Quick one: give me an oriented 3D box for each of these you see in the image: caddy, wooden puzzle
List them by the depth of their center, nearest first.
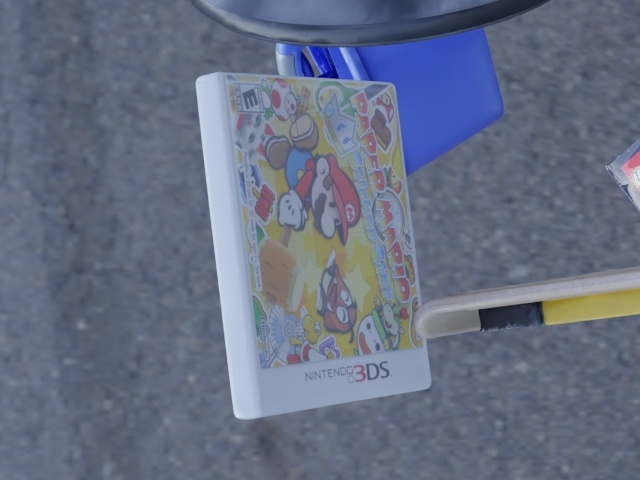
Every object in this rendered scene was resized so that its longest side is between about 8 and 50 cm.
[{"bbox_3d":[0.217,0.034,1.339,0.238,0.221,0.044,-16,84,37],"label":"wooden puzzle"},{"bbox_3d":[0.041,-0.198,1.854,0.179,0.341,0.241,-30,59,-3],"label":"caddy"}]

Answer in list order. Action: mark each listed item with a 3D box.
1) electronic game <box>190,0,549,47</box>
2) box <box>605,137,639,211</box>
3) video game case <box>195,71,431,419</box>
[{"bbox_3d":[0.038,-0.160,1.045,0.229,0.229,0.048,21,131,41],"label":"electronic game"},{"bbox_3d":[0.225,-0.098,0.696,0.044,0.159,0.233,51,135,6],"label":"box"},{"bbox_3d":[0.000,0.000,1.322,0.026,0.206,0.227,-9,86,36],"label":"video game case"}]
